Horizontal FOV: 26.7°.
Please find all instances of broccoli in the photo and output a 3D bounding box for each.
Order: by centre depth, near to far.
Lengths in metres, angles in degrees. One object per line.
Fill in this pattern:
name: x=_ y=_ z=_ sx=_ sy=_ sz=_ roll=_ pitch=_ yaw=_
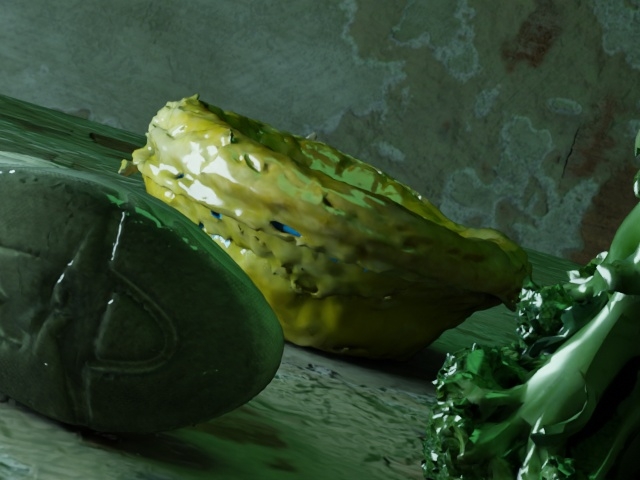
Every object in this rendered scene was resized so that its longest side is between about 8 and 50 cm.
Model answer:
broccoli: x=0.176 y=0.073 z=0.596 sx=0.270 sy=0.270 sz=0.270 roll=-1 pitch=29 yaw=1

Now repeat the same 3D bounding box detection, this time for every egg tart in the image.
egg tart: x=0.000 y=0.000 z=1.197 sx=0.388 sy=0.169 sz=0.388 roll=21 pitch=7 yaw=-3

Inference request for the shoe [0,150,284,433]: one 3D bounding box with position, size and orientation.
shoe: x=-0.156 y=0.011 z=0.825 sx=0.342 sy=0.132 sz=0.210 roll=16 pitch=8 yaw=22
